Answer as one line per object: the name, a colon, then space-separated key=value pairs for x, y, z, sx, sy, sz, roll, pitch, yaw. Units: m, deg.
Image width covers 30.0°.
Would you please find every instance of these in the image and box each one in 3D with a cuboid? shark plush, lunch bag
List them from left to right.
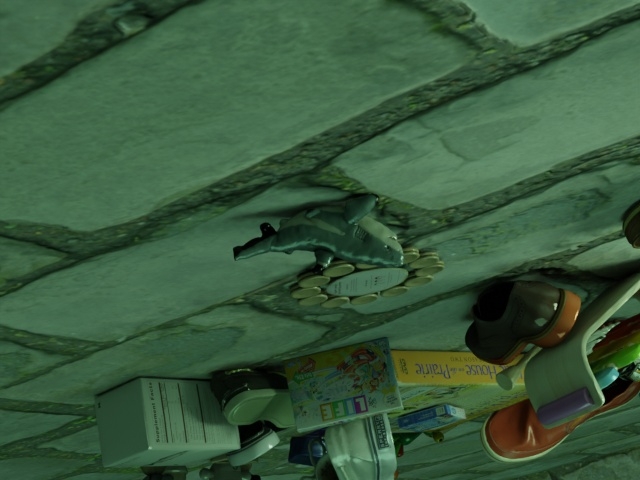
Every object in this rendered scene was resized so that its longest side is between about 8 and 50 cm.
lunch bag: x=-0.018 y=0.382 z=2.247 sx=0.067 sy=0.065 sz=0.098 roll=13 pitch=155 yaw=-19
shark plush: x=0.000 y=0.000 z=1.142 sx=0.161 sy=0.067 sz=0.073 roll=-2 pitch=159 yaw=-27

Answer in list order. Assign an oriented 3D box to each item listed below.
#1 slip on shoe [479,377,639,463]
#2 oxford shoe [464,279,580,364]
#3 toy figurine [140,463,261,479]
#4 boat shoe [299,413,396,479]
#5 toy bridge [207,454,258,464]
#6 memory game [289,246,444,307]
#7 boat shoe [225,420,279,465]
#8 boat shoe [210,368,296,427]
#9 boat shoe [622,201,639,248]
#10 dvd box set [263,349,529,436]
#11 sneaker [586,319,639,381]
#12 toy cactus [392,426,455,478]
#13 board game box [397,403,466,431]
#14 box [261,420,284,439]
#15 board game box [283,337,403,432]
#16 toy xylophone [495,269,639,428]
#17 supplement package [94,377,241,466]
slip on shoe: x=0.431 y=0.291 z=2.133 sx=0.331 sy=0.123 sz=0.101 roll=-24 pitch=153 yaw=-10
oxford shoe: x=0.241 y=0.097 z=1.581 sx=0.098 sy=0.097 sz=0.271 roll=27 pitch=159 yaw=-8
toy figurine: x=-0.223 y=0.444 z=2.198 sx=0.213 sy=0.148 sz=0.209 roll=-12 pitch=156 yaw=7
boat shoe: x=0.040 y=0.379 z=1.972 sx=0.157 sy=0.135 sz=0.367 roll=-10 pitch=158 yaw=-3
toy bridge: x=-0.163 y=0.365 z=2.048 sx=0.063 sy=0.026 sz=0.188 roll=-13 pitch=162 yaw=10
memory game: x=0.054 y=0.045 z=1.391 sx=0.186 sy=0.012 sz=0.186 roll=-10 pitch=162 yaw=-3
boat shoe: x=-0.124 y=0.288 z=1.831 sx=0.080 sy=0.076 sz=0.228 roll=-30 pitch=-176 yaw=-11
boat shoe: x=-0.073 y=0.227 z=1.765 sx=0.081 sy=0.068 sz=0.228 roll=-51 pitch=149 yaw=16
boat shoe: x=0.394 y=-0.024 z=1.321 sx=0.064 sy=0.060 sz=0.178 roll=-5 pitch=160 yaw=-20
dvd box set: x=0.157 y=0.258 z=1.995 sx=0.420 sy=0.062 sz=0.308 roll=6 pitch=154 yaw=-41
sneaker: x=0.491 y=0.179 z=1.919 sx=0.225 sy=0.092 sz=0.088 roll=-1 pitch=158 yaw=-28
toy cactus: x=0.194 y=0.380 z=2.337 sx=0.181 sy=0.112 sz=0.219 roll=-13 pitch=155 yaw=-29
board game box: x=0.187 y=0.298 z=2.000 sx=0.090 sy=0.020 sz=0.090 roll=-20 pitch=160 yaw=22
box: x=-0.136 y=0.327 z=2.057 sx=0.186 sy=0.038 sz=0.145 roll=6 pitch=155 yaw=-45
board game box: x=0.032 y=0.206 z=1.705 sx=0.154 sy=0.103 sz=0.026 roll=-14 pitch=161 yaw=4
toy xylophone: x=0.372 y=0.129 z=1.576 sx=0.323 sy=0.081 sz=0.236 roll=-35 pitch=177 yaw=-29
supplement package: x=-0.218 y=0.262 z=1.713 sx=0.105 sy=0.105 sz=0.179 roll=-25 pitch=157 yaw=37
